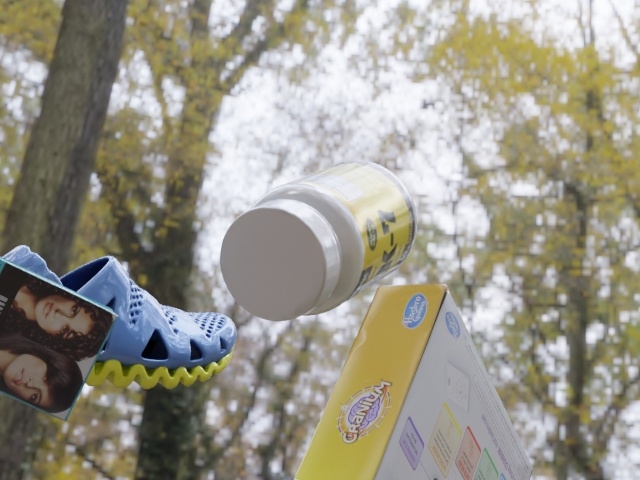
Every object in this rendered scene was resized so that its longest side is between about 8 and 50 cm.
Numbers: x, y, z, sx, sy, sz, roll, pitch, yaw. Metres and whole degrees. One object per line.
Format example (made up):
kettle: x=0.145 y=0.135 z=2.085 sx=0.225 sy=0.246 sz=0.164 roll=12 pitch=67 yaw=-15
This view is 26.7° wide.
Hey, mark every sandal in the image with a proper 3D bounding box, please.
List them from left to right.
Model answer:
sandal: x=-0.223 y=0.081 z=1.403 sx=0.317 sy=0.138 sz=0.126 roll=5 pitch=4 yaw=-38

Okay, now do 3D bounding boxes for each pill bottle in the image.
pill bottle: x=0.000 y=0.000 z=1.206 sx=0.119 sy=0.119 sz=0.208 roll=-11 pitch=7 yaw=26

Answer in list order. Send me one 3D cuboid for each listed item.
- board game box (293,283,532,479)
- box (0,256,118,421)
board game box: x=0.063 y=0.228 z=1.031 sx=0.064 sy=0.316 sz=0.242 roll=-2 pitch=-46 yaw=31
box: x=-0.297 y=0.051 z=1.097 sx=0.244 sy=0.100 sz=0.060 roll=27 pitch=-5 yaw=-14
